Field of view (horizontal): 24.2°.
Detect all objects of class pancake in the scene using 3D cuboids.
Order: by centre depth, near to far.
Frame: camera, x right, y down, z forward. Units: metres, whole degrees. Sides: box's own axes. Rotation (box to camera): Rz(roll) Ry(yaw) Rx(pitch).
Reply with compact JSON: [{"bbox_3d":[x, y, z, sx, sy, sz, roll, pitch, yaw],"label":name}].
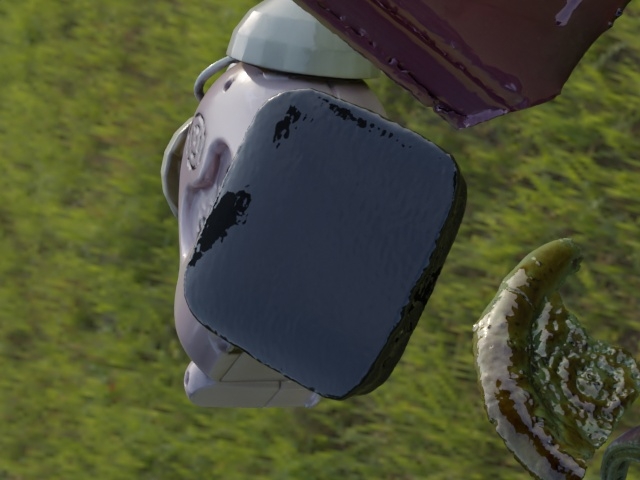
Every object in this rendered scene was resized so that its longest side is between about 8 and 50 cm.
[{"bbox_3d":[0.273,0.136,1.677,0.054,0.197,0.377,102,170,-47],"label":"pancake"}]

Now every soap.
[{"bbox_3d":[0.044,-0.185,0.778,0.162,0.250,0.099,-57,12,-9],"label":"soap"}]

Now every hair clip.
[{"bbox_3d":[0.286,0.186,1.311,0.083,0.048,0.275,54,171,7],"label":"hair clip"}]

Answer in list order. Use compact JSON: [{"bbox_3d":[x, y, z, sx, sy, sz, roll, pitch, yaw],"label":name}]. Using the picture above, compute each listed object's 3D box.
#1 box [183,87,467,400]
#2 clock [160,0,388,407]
[{"bbox_3d":[0.000,0.000,1.124,0.201,0.042,0.213,29,104,30],"label":"box"},{"bbox_3d":[-0.042,-0.037,1.442,0.342,0.184,0.326,-45,44,48],"label":"clock"}]
